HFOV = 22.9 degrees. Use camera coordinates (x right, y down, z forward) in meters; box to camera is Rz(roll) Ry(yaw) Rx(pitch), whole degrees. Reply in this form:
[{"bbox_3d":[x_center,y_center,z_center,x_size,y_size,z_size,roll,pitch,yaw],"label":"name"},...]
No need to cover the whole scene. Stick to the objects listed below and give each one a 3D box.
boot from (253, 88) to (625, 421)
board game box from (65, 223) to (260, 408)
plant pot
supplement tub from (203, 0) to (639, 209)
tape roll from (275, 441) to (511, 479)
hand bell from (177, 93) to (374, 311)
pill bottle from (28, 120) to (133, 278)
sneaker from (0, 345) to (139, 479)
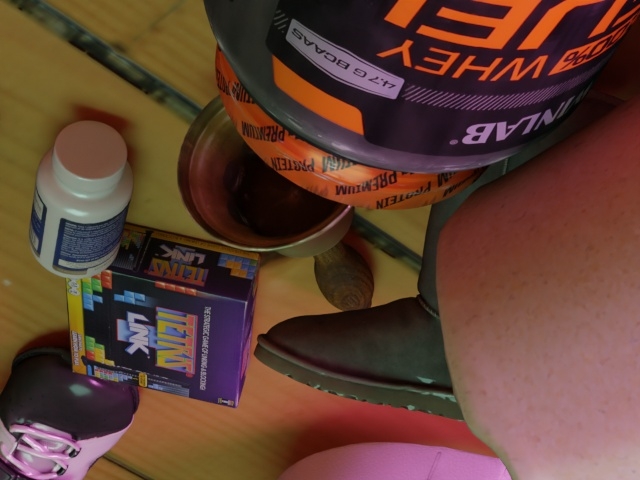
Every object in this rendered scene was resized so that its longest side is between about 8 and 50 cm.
[{"bbox_3d":[0.071,-0.005,0.933,0.189,0.209,0.076,11,-172,-8],"label":"boot"},{"bbox_3d":[-0.124,0.059,1.229,0.141,0.048,0.170,13,146,3],"label":"board game box"},{"bbox_3d":[0.235,0.026,0.746,0.305,0.334,0.334,-24,132,24],"label":"plant pot"},{"bbox_3d":[0.063,-0.169,0.696,0.207,0.207,0.338,17,146,-5],"label":"supplement tub"},{"bbox_3d":[0.115,0.326,1.359,0.392,0.072,0.392,15,138,14],"label":"tape roll"},{"bbox_3d":[0.000,0.000,1.073,0.126,0.126,0.242,2,155,17],"label":"hand bell"},{"bbox_3d":[-0.166,-0.030,1.100,0.067,0.067,0.120,17,146,-5],"label":"pill bottle"},{"bbox_3d":[-0.264,0.208,1.409,0.122,0.146,0.330,27,142,-16],"label":"sneaker"}]
